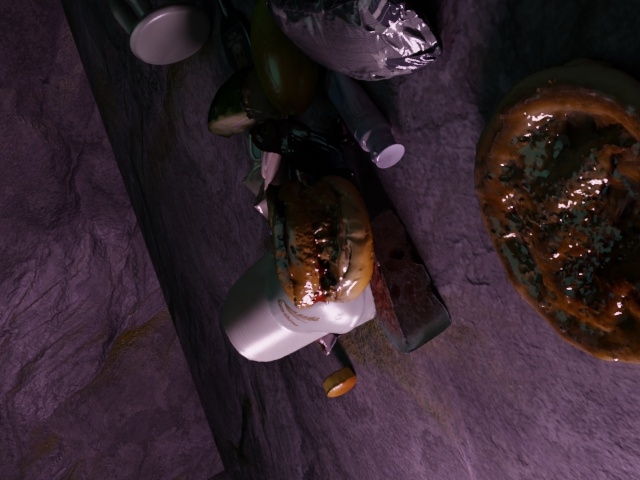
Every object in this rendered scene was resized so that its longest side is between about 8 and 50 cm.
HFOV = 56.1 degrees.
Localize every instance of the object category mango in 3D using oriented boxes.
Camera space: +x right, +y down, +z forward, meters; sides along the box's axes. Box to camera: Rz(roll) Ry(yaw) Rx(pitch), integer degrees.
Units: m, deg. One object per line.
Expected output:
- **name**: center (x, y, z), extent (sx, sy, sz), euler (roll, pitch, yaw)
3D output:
- **mango**: center (-0.065, -0.339, 1.063), extent (0.125, 0.111, 0.233), euler (3, 101, 50)

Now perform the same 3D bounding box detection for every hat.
- **hat**: center (-0.086, -0.159, 1.290), extent (0.226, 0.164, 0.219), euler (-59, 24, 13)
- **hat**: center (-0.054, 0.126, 1.216), extent (0.258, 0.301, 0.168), euler (56, 176, -9)

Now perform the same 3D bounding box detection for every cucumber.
- **cucumber**: center (-0.172, -0.291, 1.255), extent (0.325, 0.105, 0.145), euler (-1, 78, 66)

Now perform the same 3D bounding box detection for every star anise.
- **star anise**: center (-0.005, 0.153, 1.412), extent (0.208, 0.063, 0.172), euler (51, 147, 36)

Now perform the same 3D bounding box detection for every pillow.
- **pillow**: center (0.036, -0.311, 0.869), extent (0.161, 0.093, 0.335), euler (46, 170, -36)

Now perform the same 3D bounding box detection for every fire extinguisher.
- **fire extinguisher**: center (-0.046, -0.125, 1.210), extent (0.046, 0.032, 0.101), euler (-4, 106, 48)

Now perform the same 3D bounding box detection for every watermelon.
- **watermelon**: center (0.129, 0.064, 1.065), extent (0.241, 0.094, 0.154), euler (71, 164, -6)

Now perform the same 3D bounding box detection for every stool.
- **stool**: center (-0.381, -0.547, 1.399), extent (0.199, 0.195, 0.195), euler (63, 155, 11)

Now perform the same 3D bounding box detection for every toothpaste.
- **toothpaste**: center (0.058, -0.218, 0.992), extent (0.234, 0.057, 0.089), euler (59, 155, 30)

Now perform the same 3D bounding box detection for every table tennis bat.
- **table tennis bat**: center (-0.191, -0.462, 1.301), extent (0.150, 0.027, 0.237), euler (6, 119, 62)

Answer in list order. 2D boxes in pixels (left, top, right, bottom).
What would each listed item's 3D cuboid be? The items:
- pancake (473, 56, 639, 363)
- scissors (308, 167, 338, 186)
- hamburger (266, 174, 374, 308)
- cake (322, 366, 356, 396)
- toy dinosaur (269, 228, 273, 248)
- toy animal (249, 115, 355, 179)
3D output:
- **pancake**: center (0.296, -0.024, 0.670), extent (0.356, 0.065, 0.356), euler (47, 148, 42)
- **scissors**: center (-0.003, -0.031, 1.280), extent (0.180, 0.032, 0.393), euler (60, 153, 18)
- **hamburger**: center (0.000, 0.000, 1.035), extent (0.244, 0.162, 0.245), euler (168, 90, -89)
- **cake**: center (0.047, 0.341, 1.439), extent (0.044, 0.084, 0.084), euler (57, 153, 27)
- **toy dinosaur**: center (-0.098, -0.006, 1.463), extent (0.197, 0.045, 0.080), euler (-171, 77, -72)
- **toy animal**: center (-0.031, -0.156, 1.047), extent (0.218, 0.179, 0.116), euler (-128, 34, -74)
